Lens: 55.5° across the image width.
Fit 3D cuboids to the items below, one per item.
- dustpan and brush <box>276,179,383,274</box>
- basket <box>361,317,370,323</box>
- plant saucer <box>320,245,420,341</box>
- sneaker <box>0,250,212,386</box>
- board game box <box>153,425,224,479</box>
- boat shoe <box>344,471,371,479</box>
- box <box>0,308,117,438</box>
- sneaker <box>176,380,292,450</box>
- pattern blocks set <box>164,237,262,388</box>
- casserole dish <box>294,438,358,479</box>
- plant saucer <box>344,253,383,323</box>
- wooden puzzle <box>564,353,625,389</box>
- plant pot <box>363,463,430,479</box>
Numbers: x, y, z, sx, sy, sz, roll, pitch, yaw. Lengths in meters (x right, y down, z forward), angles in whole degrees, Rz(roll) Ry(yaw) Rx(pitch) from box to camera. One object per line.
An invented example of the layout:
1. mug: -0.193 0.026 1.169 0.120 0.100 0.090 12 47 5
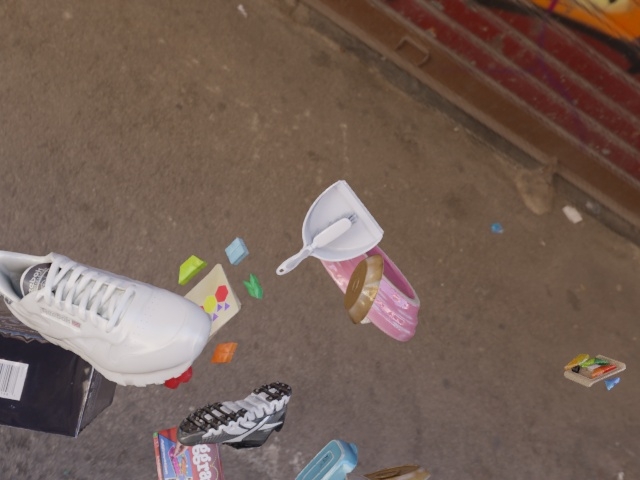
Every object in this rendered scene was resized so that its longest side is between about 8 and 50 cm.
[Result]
1. dustpan and brush: 0.000 0.000 1.195 0.147 0.211 0.060 52 18 -11
2. basket: 0.191 0.185 1.860 0.113 0.167 0.103 14 59 -70
3. plant saucer: 0.120 0.081 1.415 0.332 0.084 0.332 44 12 -12
4. sneaker: -0.205 0.062 0.547 0.090 0.235 0.095 -65 147 -32
5. board game box: -0.288 0.558 1.376 0.145 0.027 0.281 -14 63 -4
6. boat shoe: 0.086 0.481 1.052 0.075 0.206 0.065 17 99 -25
7. box: -0.617 0.259 1.268 0.343 0.312 0.179 12 84 -7
8. sneaker: -0.145 0.335 1.081 0.234 0.078 0.106 -11 108 -43
9. pattern blocks set: -0.259 0.157 1.378 0.026 0.325 0.285 23 40 -50
10. casserole dish: 0.005 0.520 1.364 0.188 0.114 0.037 -45 107 -4
11. plant saucer: 0.045 0.052 0.679 0.015 0.083 0.083 21 56 -12
12. wooden puzzle: 0.438 0.207 0.978 0.078 0.116 0.014 -25 99 -18
13. plant pot: 0.197 0.683 1.748 0.236 0.236 0.032 -4 75 -31
